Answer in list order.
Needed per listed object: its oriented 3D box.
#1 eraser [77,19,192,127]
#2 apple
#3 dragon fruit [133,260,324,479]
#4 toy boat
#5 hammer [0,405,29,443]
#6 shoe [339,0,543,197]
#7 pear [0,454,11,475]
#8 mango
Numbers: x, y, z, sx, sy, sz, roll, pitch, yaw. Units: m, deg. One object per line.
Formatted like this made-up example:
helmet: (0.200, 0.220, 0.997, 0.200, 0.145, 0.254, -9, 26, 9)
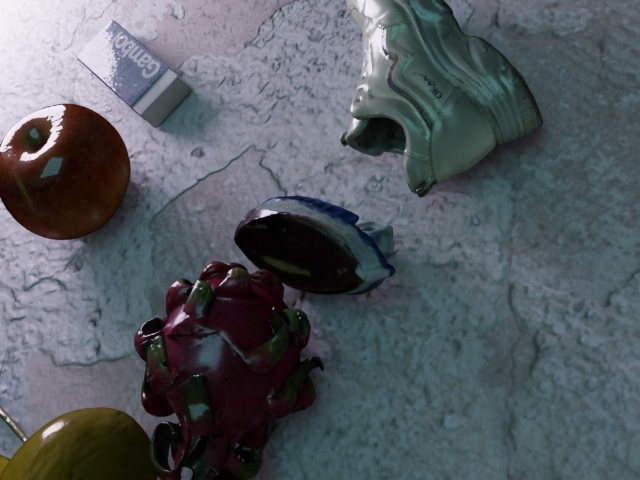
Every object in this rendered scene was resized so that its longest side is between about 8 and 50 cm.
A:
eraser: (-0.302, -0.271, 1.337, 0.092, 0.046, 0.212, -48, 56, -2)
apple: (-0.376, -0.098, 1.230, 0.201, 0.162, 0.201, -13, 51, 16)
dragon fruit: (-0.117, 0.160, 0.976, 0.272, 0.218, 0.198, -63, 13, -6)
toy boat: (0.000, 0.000, 1.043, 0.262, 0.115, 0.114, 15, 116, 37)
hammer: (-0.421, 0.253, 1.161, 0.195, 0.028, 0.060, 32, 77, 34)
shoe: (0.099, -0.204, 1.068, 0.211, 0.132, 0.342, -39, 60, 1)
pear: (-0.443, 0.352, 1.028, 0.197, 0.197, 0.197, -10, 63, 21)
mango: (-0.298, 0.335, 0.938, 0.142, 0.195, 0.331, -4, 41, 32)
